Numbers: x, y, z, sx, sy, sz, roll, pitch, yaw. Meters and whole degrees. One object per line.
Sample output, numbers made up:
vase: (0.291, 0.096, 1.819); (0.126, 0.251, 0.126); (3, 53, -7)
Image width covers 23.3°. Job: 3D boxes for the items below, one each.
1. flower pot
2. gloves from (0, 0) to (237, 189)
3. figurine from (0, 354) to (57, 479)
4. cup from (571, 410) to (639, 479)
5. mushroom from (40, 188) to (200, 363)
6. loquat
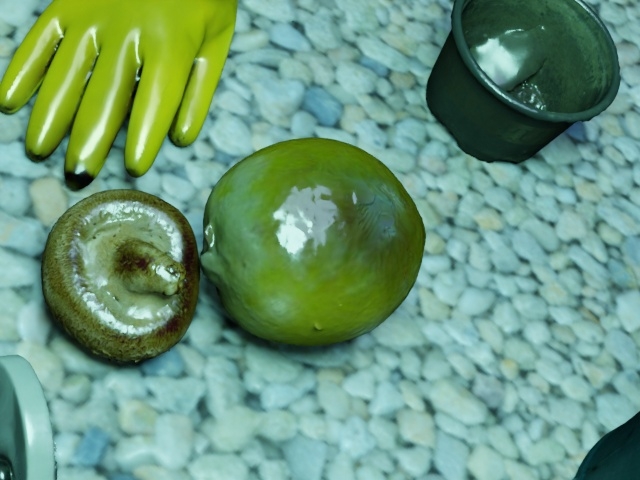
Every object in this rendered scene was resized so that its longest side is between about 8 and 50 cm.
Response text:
flower pot: (0.163, -0.140, 1.330); (0.157, 0.107, 0.157); (12, 57, -19)
gloves: (-0.146, -0.163, 1.218); (0.133, 0.116, 0.294); (12, 58, 17)
figurine: (-0.290, 0.122, 0.916); (0.236, 0.133, 0.176); (-4, 51, -30)
cup: (0.368, 0.193, 1.077); (0.242, 0.292, 0.308); (-25, 70, -36)
mushroom: (-0.136, 0.024, 1.088); (0.109, 0.085, 0.126); (6, 62, 18)
loquat: (0.000, 0.000, 1.129); (0.195, 0.152, 0.152); (-9, 62, -35)
